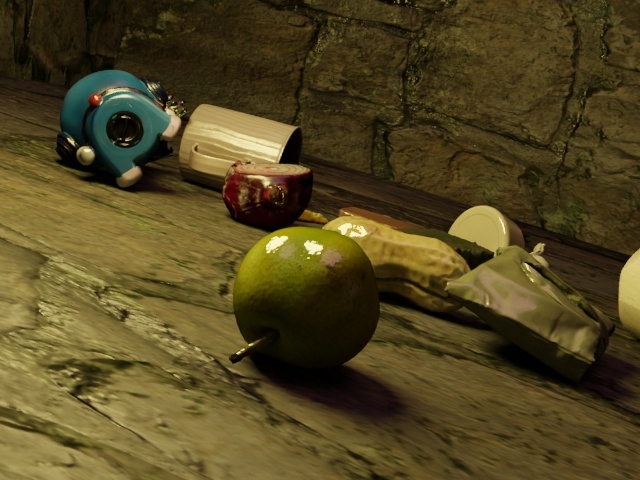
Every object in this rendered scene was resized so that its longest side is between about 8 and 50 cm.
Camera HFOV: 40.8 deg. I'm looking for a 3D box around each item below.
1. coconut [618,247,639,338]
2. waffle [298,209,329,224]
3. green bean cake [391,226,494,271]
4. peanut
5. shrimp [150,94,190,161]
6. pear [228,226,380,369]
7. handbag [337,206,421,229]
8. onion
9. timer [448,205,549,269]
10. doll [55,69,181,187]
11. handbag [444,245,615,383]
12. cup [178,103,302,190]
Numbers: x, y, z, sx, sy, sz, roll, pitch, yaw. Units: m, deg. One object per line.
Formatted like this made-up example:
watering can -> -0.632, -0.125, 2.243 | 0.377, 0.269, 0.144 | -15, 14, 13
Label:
coconut -> 0.707, 0.109, 1.696 | 0.237, 0.237, 0.266 | 12, 16, -20
waffle -> -0.084, -0.073, 2.077 | 0.191, 0.032, 0.125 | 9, 8, -43
green bean cake -> 0.233, 0.039, 1.738 | 0.181, 0.094, 0.173 | 4, 14, -36
peanut -> 0.131, 0.041, 1.503 | 0.290, 0.130, 0.130 | 16, 10, 10
shrimp -> -0.437, -0.257, 2.139 | 0.289, 0.178, 0.075 | -17, 49, 8
pear -> -0.027, 0.080, 1.014 | 0.180, 0.166, 0.216 | 30, 40, 13
handbag -> 0.137, -0.018, 1.976 | 0.193, 0.072, 0.151 | 16, 10, 14
onion -> -0.105, -0.091, 1.824 | 0.195, 0.140, 0.218 | 8, 13, -20
timer -> 0.419, 0.042, 1.867 | 0.266, 0.175, 0.175 | 18, 7, -36
doll -> -0.459, -0.260, 1.927 | 0.240, 0.284, 0.310 | 57, -10, -20
handbag -> 0.356, 0.109, 1.408 | 0.253, 0.109, 0.316 | 37, 20, 16
cup -> -0.205, -0.195, 2.137 | 0.273, 0.208, 0.288 | 17, 46, 10
